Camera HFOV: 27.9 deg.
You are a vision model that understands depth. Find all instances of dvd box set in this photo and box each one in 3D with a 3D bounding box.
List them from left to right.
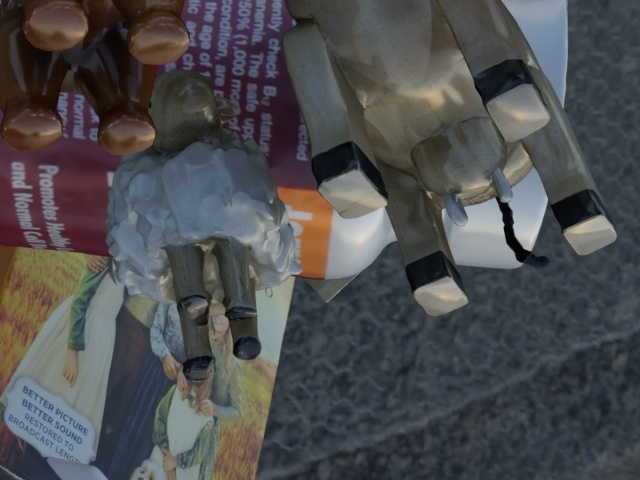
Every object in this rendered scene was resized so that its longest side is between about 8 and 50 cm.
[{"bbox_3d":[-0.145,0.051,1.057,0.307,0.062,0.420,46,41,-37],"label":"dvd box set"}]

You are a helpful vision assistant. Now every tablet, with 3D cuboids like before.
[{"bbox_3d":[-0.104,0.143,0.658,0.006,0.054,0.083,-48,115,-29],"label":"tablet"}]

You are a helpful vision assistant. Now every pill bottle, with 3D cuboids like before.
[{"bbox_3d":[-0.063,-0.094,0.782,0.392,0.224,0.224,6,90,0],"label":"pill bottle"}]

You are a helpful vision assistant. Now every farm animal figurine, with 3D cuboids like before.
[{"bbox_3d":[0.044,-0.113,0.492,0.330,0.172,0.327,-14,147,0],"label":"farm animal figurine"}]

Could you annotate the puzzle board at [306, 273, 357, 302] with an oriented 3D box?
[{"bbox_3d":[0.000,0.000,1.636,0.096,0.011,0.128,-42,88,-9],"label":"puzzle board"}]
